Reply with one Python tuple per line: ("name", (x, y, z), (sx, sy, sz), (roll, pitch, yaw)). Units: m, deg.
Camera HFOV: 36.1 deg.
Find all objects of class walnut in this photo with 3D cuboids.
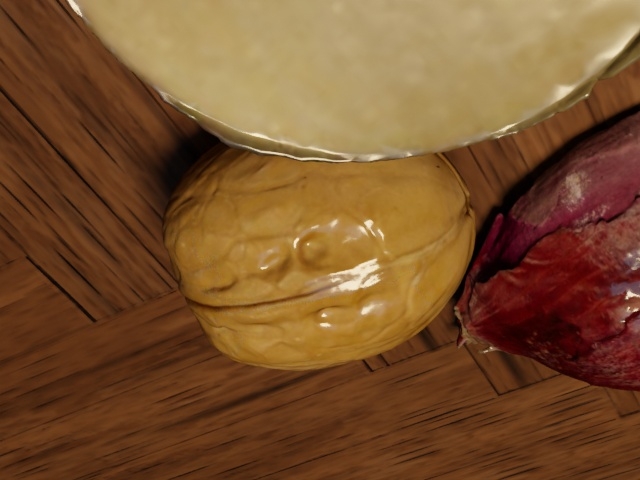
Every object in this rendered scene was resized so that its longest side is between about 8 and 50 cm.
("walnut", (0.000, 0.000, 0.634), (0.197, 0.165, 0.165), (-7, 132, 15))

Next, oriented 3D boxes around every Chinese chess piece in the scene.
("Chinese chess piece", (0.022, -0.197, 0.445), (0.338, 0.141, 0.338), (3, 125, 4))

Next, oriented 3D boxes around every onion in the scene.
("onion", (0.221, 0.040, 0.699), (0.283, 0.120, 0.227), (-29, 121, 23))
